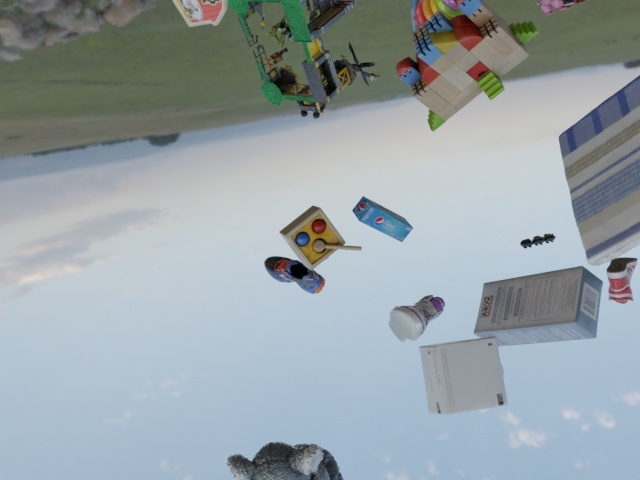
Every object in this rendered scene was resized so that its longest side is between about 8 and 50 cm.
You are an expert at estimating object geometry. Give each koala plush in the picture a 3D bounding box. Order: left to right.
[{"bbox_3d":[-0.060,0.427,1.222,0.196,0.221,0.203,-11,-131,15],"label":"koala plush"}]

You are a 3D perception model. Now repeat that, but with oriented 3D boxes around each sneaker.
[{"bbox_3d":[-0.085,0.087,2.090,0.221,0.087,0.083,16,-114,34],"label":"sneaker"},{"bbox_3d":[0.278,0.196,1.908,0.161,0.102,0.282,-33,174,-7],"label":"sneaker"},{"bbox_3d":[0.530,0.070,1.206,0.042,0.067,0.118,-3,-169,38],"label":"sneaker"}]

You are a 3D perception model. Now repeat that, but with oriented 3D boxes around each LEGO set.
[{"bbox_3d":[-0.030,-0.454,1.484,0.255,0.331,0.192,8,-135,43],"label":"LEGO set"}]

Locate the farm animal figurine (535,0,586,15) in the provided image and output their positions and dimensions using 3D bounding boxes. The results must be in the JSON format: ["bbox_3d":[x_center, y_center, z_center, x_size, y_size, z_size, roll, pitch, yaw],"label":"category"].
[{"bbox_3d":[0.576,-0.596,1.388,0.326,0.172,0.330,-19,-171,19],"label":"farm animal figurine"}]

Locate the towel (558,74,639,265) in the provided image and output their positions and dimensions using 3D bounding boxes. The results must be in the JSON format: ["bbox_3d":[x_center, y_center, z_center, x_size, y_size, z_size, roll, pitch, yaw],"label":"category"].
[{"bbox_3d":[0.492,-0.117,1.115,0.034,0.285,0.209,20,141,-26],"label":"towel"}]

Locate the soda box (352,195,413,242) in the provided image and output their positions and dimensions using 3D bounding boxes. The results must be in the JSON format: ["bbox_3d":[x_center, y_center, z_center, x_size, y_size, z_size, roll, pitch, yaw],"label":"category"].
[{"bbox_3d":[0.211,-0.071,2.330,0.210,0.067,0.071,25,-159,-34],"label":"soda box"}]

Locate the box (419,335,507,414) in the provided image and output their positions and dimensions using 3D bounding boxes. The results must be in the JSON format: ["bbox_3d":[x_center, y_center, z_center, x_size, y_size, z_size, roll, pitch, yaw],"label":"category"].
[{"bbox_3d":[0.375,0.355,1.819,0.181,0.181,0.119,-4,170,-18],"label":"box"}]

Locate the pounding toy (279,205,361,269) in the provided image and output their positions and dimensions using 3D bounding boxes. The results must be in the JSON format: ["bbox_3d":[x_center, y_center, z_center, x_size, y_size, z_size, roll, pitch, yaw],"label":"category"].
[{"bbox_3d":[0.000,0.000,1.668,0.130,0.141,0.100,-39,-165,-7],"label":"pounding toy"}]

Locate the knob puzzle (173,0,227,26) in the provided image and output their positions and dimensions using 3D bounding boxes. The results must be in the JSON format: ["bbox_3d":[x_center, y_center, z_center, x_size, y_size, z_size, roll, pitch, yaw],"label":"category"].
[{"bbox_3d":[-0.296,-0.585,1.614,0.213,0.213,0.030,0,-135,44],"label":"knob puzzle"}]

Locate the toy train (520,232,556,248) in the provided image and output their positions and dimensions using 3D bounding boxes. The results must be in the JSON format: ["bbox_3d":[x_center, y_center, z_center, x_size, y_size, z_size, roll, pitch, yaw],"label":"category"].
[{"bbox_3d":[0.760,0.000,2.408,0.158,0.027,0.036,-11,-147,-27],"label":"toy train"}]

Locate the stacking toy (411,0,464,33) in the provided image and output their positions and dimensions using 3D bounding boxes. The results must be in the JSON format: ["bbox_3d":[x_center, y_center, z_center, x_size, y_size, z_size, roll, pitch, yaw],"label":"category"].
[{"bbox_3d":[0.377,-0.680,1.931,0.165,0.175,0.302,-4,172,-12],"label":"stacking toy"}]

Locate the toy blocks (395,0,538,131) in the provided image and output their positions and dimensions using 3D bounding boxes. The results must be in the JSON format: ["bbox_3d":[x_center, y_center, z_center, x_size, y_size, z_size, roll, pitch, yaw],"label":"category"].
[{"bbox_3d":[0.354,-0.496,1.840,0.261,0.191,0.381,26,129,-36],"label":"toy blocks"}]

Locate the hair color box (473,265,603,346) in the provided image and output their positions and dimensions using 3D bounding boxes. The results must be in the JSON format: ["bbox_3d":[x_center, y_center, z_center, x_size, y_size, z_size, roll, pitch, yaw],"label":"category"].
[{"bbox_3d":[0.662,0.210,2.117,0.113,0.185,0.374,32,152,-27],"label":"hair color box"}]
